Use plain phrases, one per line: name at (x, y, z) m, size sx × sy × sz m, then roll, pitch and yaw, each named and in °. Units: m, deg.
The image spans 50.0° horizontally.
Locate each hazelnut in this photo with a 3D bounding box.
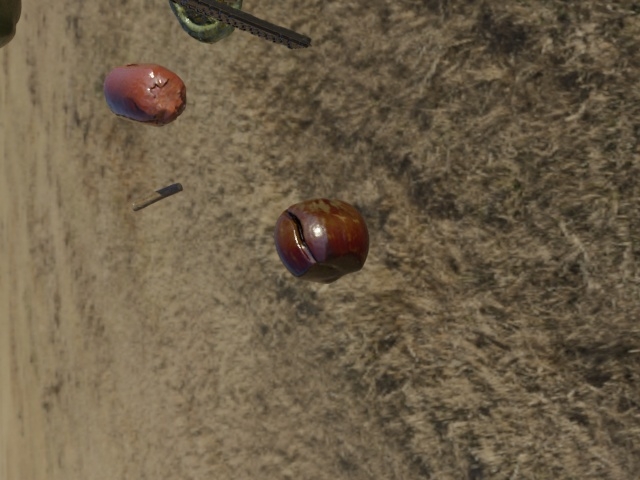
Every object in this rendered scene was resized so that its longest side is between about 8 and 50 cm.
hazelnut at (0.000, 0.000, 1.711) m, size 0.218 × 0.234 × 0.217 m, roll 174°, pitch 90°, yaw -66°

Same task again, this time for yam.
yam at (-0.434, -0.116, 1.818) m, size 0.032 × 0.146 × 0.032 m, roll -22°, pitch -90°, yaw -80°

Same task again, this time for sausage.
sausage at (-0.433, -0.359, 1.688) m, size 0.280 × 0.152 × 0.151 m, roll 21°, pitch 109°, yaw 47°

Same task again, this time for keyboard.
keyboard at (-0.133, -0.289, 0.860) m, size 0.087 × 0.251 × 0.017 m, roll 29°, pitch 103°, yaw 64°

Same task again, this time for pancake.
pancake at (-0.263, -0.557, 1.510) m, size 0.254 × 0.037 × 0.253 m, roll 19°, pitch 120°, yaw 36°

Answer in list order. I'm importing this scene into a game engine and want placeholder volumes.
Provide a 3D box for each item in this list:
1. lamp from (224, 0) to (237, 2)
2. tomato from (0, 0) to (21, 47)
lamp at (0.024, -0.439, 0.984) m, size 0.130 × 0.372 × 0.108 m, roll -126°, pitch 20°, yaw -66°
tomato at (-0.699, -0.477, 1.296) m, size 0.303 × 0.239 × 0.303 m, roll -63°, pitch 4°, yaw 8°
